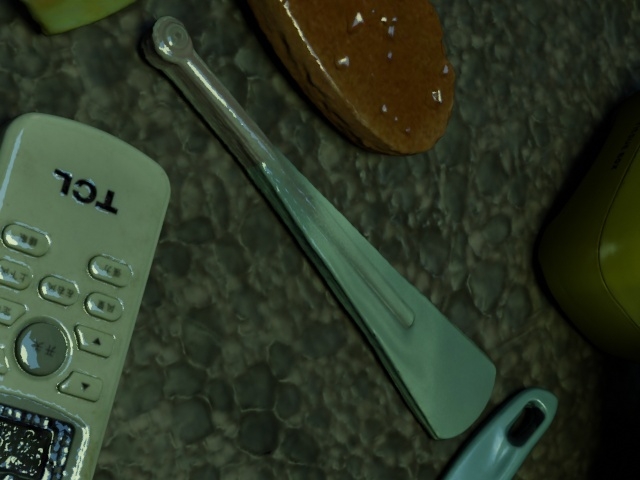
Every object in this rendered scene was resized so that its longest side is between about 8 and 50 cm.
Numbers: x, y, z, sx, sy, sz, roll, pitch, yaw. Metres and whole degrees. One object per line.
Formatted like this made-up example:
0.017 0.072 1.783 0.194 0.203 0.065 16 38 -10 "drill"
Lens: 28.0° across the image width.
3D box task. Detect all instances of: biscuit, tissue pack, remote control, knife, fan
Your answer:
0.037 -0.156 0.701 0.192 0.036 0.186 -48 114 -29 "biscuit"
0.224 -0.016 0.760 0.123 0.127 0.178 47 62 -24 "tissue pack"
-0.126 0.039 0.570 0.087 0.029 0.190 24 71 -31 "remote control"
0.032 0.177 0.673 0.313 0.019 0.044 -43 101 -30 "knife"
0.000 0.000 0.666 0.282 0.023 0.057 48 70 -21 "fan"

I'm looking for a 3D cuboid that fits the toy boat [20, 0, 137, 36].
-0.081 -0.167 0.606 0.172 0.066 0.065 -62 151 -22 "toy boat"
